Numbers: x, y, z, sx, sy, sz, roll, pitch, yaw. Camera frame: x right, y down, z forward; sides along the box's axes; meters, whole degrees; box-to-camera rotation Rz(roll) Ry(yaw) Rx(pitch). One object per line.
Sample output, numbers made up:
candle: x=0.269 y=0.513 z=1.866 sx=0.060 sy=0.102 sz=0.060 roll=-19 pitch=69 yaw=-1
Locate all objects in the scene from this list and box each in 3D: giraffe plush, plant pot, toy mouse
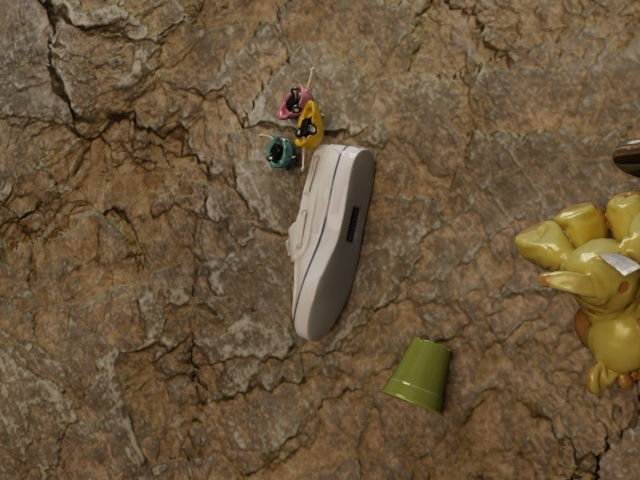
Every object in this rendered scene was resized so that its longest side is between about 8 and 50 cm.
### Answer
giraffe plush: x=0.326 y=0.066 z=1.066 sx=0.181 sy=0.210 sz=0.170 roll=-16 pitch=111 yaw=13
plant pot: x=0.125 y=0.163 z=1.191 sx=0.083 sy=0.083 sz=0.079 roll=18 pitch=81 yaw=26
toy mouse: x=-0.037 y=-0.149 z=1.304 sx=0.143 sy=0.031 sz=0.161 roll=-15 pitch=61 yaw=55

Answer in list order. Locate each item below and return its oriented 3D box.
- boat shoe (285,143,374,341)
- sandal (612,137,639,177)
boat shoe: x=0.000 y=0.000 z=1.262 sx=0.084 sy=0.095 sz=0.258 roll=12 pitch=80 yaw=30
sandal: x=0.437 y=-0.108 z=1.071 sx=0.219 sy=0.090 sz=0.060 roll=-1 pitch=63 yaw=32
